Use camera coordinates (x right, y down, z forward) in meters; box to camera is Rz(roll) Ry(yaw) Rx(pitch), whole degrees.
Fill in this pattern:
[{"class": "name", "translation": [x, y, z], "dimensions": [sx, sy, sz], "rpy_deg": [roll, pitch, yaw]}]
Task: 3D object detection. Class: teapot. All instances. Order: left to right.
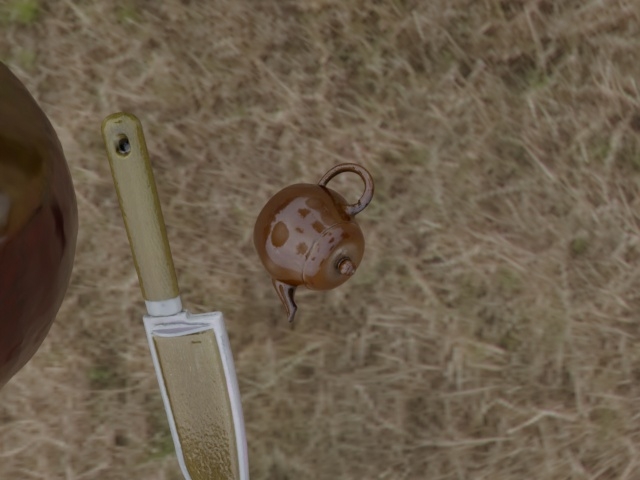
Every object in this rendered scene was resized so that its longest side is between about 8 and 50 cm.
[{"class": "teapot", "translation": [0.000, 0.000, 1.473], "dimensions": [0.116, 0.116, 0.173], "rpy_deg": [35, 96, 18]}]

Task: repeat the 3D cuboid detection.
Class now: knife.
[{"class": "knife", "translation": [-0.074, 0.051, 0.792], "dimensions": [0.046, 0.022, 0.256], "rpy_deg": [-7, 111, 11]}]

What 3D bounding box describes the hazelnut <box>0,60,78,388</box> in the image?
[{"class": "hazelnut", "translation": [-0.418, -0.024, 1.187], "dimensions": [0.429, 0.402, 0.402], "rpy_deg": [41, 98, -4]}]
